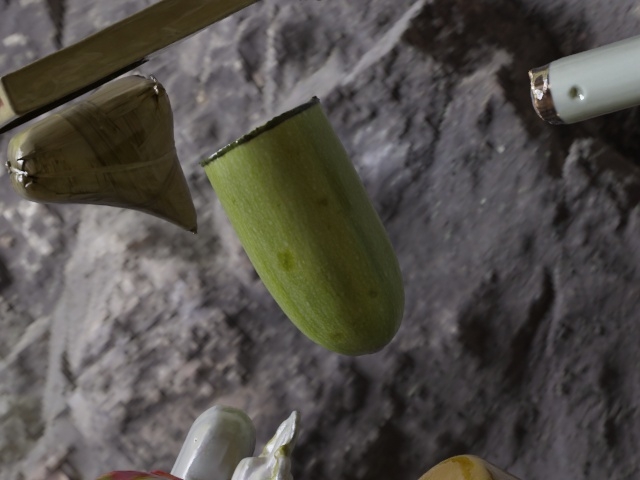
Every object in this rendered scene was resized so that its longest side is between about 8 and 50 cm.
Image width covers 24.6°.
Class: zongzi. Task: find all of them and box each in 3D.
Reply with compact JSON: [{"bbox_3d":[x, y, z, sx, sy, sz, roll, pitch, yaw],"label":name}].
[{"bbox_3d":[-0.225,-0.058,1.555,0.099,0.194,0.197,28,139,53],"label":"zongzi"}]

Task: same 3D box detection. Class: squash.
[{"bbox_3d":[0.000,0.000,1.385,0.132,0.132,0.247,-25,97,36],"label":"squash"}]

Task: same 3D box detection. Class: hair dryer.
[{"bbox_3d":[0.329,-0.163,1.248,0.362,0.203,0.128,-14,104,32],"label":"hair dryer"}]

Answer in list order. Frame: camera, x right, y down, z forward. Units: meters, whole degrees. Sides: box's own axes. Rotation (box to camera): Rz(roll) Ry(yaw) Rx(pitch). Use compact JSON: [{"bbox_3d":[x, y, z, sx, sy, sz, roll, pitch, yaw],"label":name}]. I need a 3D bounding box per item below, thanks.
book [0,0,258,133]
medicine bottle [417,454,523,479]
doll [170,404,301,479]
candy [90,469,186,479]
[{"bbox_3d":[-0.143,-0.103,0.882,0.026,0.161,0.231,63,157,-8],"label":"book"},{"bbox_3d":[0.128,0.284,0.885,0.232,0.238,0.238,30,127,-7],"label":"medicine bottle"},{"bbox_3d":[-0.107,0.304,1.219,0.161,0.348,0.423,20,169,-15],"label":"doll"},{"bbox_3d":[-0.183,0.181,0.886,0.365,0.124,0.124,4,118,49],"label":"candy"}]
